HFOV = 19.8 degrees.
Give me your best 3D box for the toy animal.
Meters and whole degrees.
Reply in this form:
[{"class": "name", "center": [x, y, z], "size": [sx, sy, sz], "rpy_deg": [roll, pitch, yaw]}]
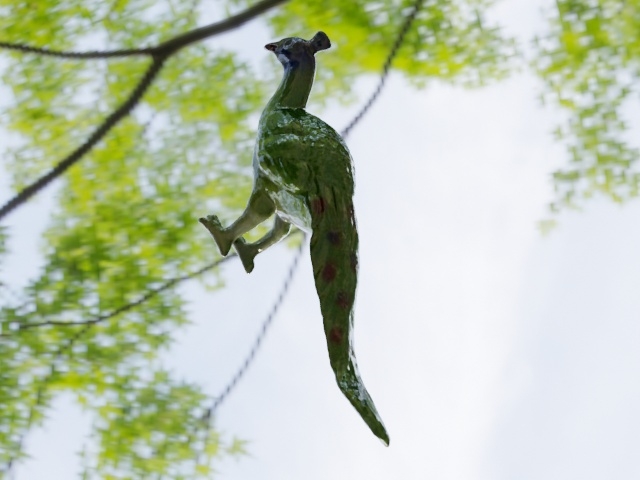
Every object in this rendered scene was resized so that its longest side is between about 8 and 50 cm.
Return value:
[{"class": "toy animal", "center": [-0.014, 0.006, 0.819], "size": [0.041, 0.075, 0.216], "rpy_deg": [33, -140, -46]}]
